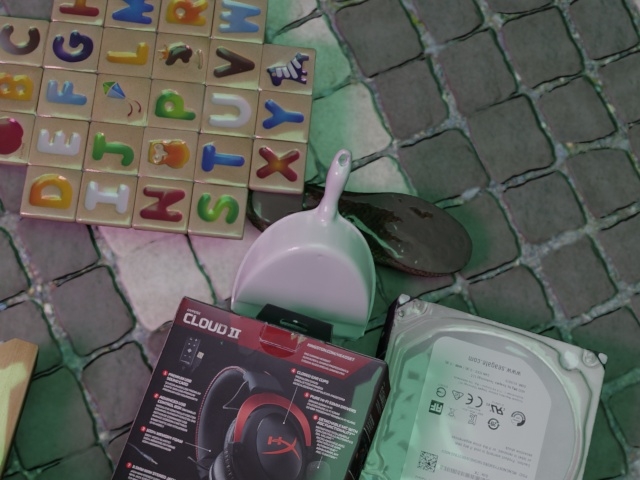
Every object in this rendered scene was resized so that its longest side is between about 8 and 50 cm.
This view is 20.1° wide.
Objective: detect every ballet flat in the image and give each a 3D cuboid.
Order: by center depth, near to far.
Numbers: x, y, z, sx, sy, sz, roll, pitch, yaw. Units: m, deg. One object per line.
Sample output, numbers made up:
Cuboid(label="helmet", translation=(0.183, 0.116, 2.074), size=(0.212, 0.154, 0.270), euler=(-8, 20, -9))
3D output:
Cuboid(label="ballet flat", translation=(0.038, -0.012, 1.909), size=(0.250, 0.058, 0.084), euler=(11, 68, -13))

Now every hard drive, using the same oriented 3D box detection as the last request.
Cuboid(label="hard drive", translation=(0.146, 0.246, 1.849), size=(0.237, 0.064, 0.339), euler=(17, 73, -5))

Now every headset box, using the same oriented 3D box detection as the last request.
Cuboid(label="headset box", translation=(-0.069, 0.203, 1.765), size=(0.218, 0.110, 0.293), euler=(17, 74, 10))

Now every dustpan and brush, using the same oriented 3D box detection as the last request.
Cuboid(label="dustpan and brush", translation=(0.000, 0.000, 1.839), size=(0.147, 0.211, 0.060), euler=(12, 44, -7))

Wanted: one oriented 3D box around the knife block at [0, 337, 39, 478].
Cuboid(label="knife block", translation=(-0.347, 0.258, 1.739), size=(0.275, 0.088, 0.242), euler=(-28, 82, -17))

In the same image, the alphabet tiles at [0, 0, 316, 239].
Cuboid(label="alphabet tiles", translation=(-0.180, -0.142, 1.887), size=(0.342, 0.011, 0.285), euler=(6, 66, -1))
